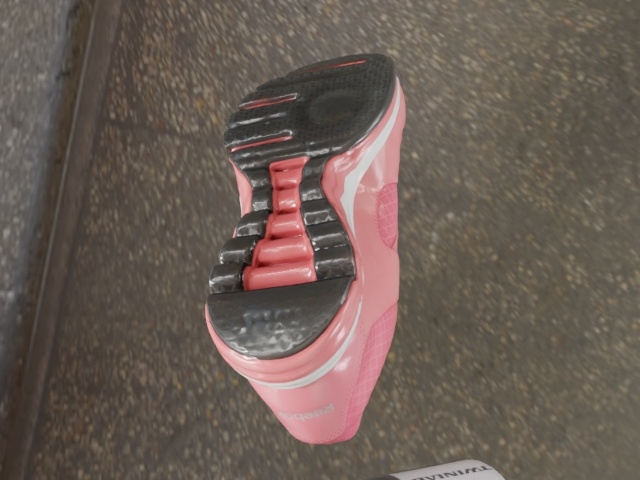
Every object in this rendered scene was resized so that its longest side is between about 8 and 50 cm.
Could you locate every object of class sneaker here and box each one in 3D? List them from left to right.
[{"bbox_3d":[-0.001,0.000,0.929,0.116,0.314,0.136,-6,133,18],"label":"sneaker"}]

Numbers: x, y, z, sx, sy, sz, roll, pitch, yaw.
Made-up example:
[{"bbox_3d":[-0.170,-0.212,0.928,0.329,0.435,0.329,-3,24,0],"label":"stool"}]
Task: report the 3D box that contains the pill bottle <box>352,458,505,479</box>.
[{"bbox_3d":[0.006,0.222,0.895,0.246,0.130,0.130,-6,110,-25],"label":"pill bottle"}]
